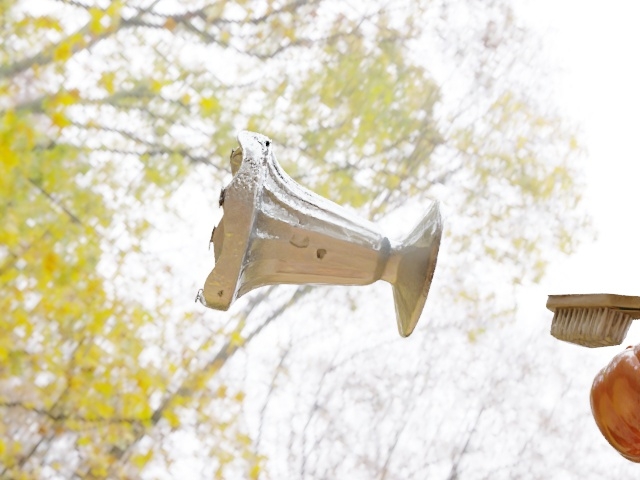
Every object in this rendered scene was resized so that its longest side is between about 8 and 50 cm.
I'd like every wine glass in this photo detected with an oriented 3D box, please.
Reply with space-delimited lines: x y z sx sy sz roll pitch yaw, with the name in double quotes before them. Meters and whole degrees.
"wine glass" 0.000 0.000 1.100 0.197 0.165 0.165 12 -42 -3

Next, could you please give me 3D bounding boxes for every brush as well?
"brush" 0.377 0.095 1.485 0.070 0.065 0.327 21 -14 -24

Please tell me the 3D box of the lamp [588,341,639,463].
"lamp" 0.467 0.215 1.746 0.188 0.163 0.187 -16 -32 -10
